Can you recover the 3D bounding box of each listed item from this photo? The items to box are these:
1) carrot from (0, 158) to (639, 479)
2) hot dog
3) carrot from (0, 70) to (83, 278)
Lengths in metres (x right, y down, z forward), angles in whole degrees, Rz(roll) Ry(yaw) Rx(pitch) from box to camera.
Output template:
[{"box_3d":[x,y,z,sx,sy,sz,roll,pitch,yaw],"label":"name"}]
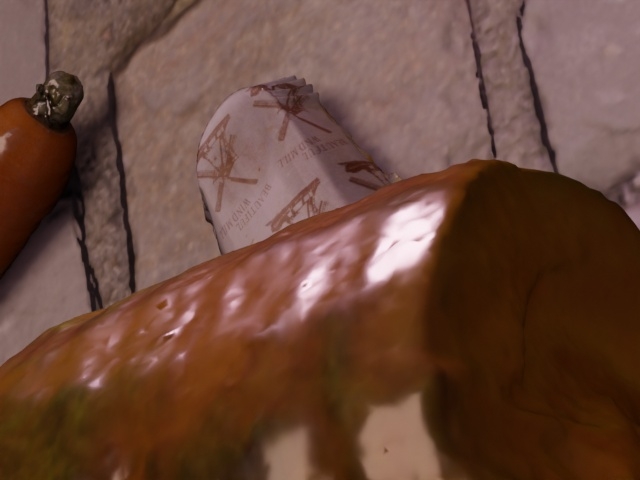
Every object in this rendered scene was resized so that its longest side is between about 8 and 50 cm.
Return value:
[{"box_3d":[0.012,0.114,0.653,0.340,0.241,0.241,-23,63,33],"label":"carrot"},{"box_3d":[0.000,0.000,0.832,0.099,0.053,0.192,-54,51,21],"label":"hot dog"},{"box_3d":[-0.233,0.028,1.046,0.336,0.069,0.069,-53,48,24],"label":"carrot"}]
